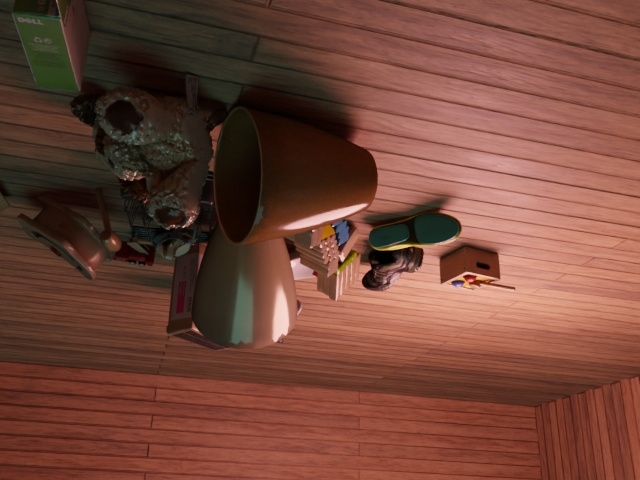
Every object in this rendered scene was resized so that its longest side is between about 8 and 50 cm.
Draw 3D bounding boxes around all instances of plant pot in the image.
[{"bbox_3d":[-0.033,-0.111,1.205,0.254,0.237,0.237,-1,159,-26],"label":"plant pot"},{"bbox_3d":[-0.170,0.064,1.547,0.257,0.256,0.274,4,128,-4],"label":"plant pot"}]

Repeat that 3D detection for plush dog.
[{"bbox_3d":[-0.300,-0.172,1.160,0.225,0.210,0.262,4,132,31],"label":"plush dog"}]

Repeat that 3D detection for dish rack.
[{"bbox_3d":[-0.329,-0.066,1.484,0.208,0.074,0.271,6,157,-7],"label":"dish rack"}]

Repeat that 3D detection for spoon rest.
[{"bbox_3d":[-0.104,0.074,1.763,0.277,0.084,0.137,-4,156,14],"label":"spoon rest"}]

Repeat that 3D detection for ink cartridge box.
[{"bbox_3d":[-0.358,-0.305,0.892,0.062,0.108,0.209,5,156,-9],"label":"ink cartridge box"},{"bbox_3d":[-0.297,0.152,1.767,0.088,0.234,0.193,-13,153,29],"label":"ink cartridge box"}]

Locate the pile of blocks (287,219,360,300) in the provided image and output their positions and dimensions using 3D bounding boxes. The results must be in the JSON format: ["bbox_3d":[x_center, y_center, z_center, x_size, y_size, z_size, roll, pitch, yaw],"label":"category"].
[{"bbox_3d":[0.000,0.000,1.584,0.113,0.149,0.362,25,159,27],"label":"pile of blocks"}]

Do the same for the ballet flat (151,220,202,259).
[{"bbox_3d":[-0.325,0.009,1.486,0.070,0.070,0.188,17,155,-31],"label":"ballet flat"}]

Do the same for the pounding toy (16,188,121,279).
[{"bbox_3d":[-0.525,-0.023,1.502,0.270,0.155,0.154,26,154,25],"label":"pounding toy"}]

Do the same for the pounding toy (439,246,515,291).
[{"bbox_3d":[0.405,0.089,1.741,0.141,0.100,0.130,13,154,-24],"label":"pounding toy"}]

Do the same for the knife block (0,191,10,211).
[{"bbox_3d":[-0.829,-0.013,1.418,0.276,0.242,0.088,4,157,-5],"label":"knife block"}]

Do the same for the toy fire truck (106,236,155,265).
[{"bbox_3d":[-0.460,0.019,1.706,0.192,0.047,0.135,11,154,-19],"label":"toy fire truck"}]

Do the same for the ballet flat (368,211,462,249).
[{"bbox_3d":[0.223,-0.020,1.561,0.231,0.077,0.077,-9,175,29],"label":"ballet flat"}]

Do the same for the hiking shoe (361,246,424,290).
[{"bbox_3d":[0.161,0.057,1.733,0.114,0.086,0.227,28,142,-21],"label":"hiking shoe"}]

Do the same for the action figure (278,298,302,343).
[{"bbox_3d":[-0.207,0.235,1.980,0.341,0.178,0.330,3,-179,44],"label":"action figure"}]
